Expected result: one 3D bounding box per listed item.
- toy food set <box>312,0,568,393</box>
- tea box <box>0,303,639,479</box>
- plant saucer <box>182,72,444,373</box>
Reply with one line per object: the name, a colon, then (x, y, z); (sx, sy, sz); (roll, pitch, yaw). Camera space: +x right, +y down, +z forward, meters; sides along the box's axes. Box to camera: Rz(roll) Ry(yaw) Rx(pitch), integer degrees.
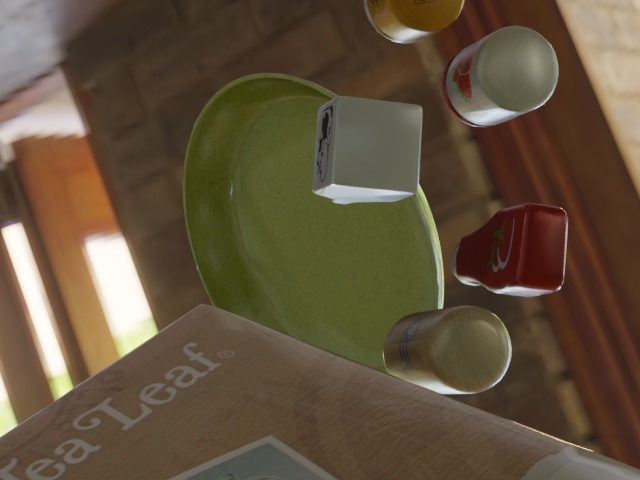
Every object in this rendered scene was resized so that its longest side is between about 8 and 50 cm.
toy food set: (0.045, -0.011, 0.880); (0.111, 0.232, 0.104); (5, 174, -14)
tea box: (-0.046, 0.244, 0.477); (0.220, 0.323, 0.329); (19, -146, 30)
plant saucer: (0.000, 0.000, 1.271); (0.037, 0.241, 0.241); (-24, 173, -40)
